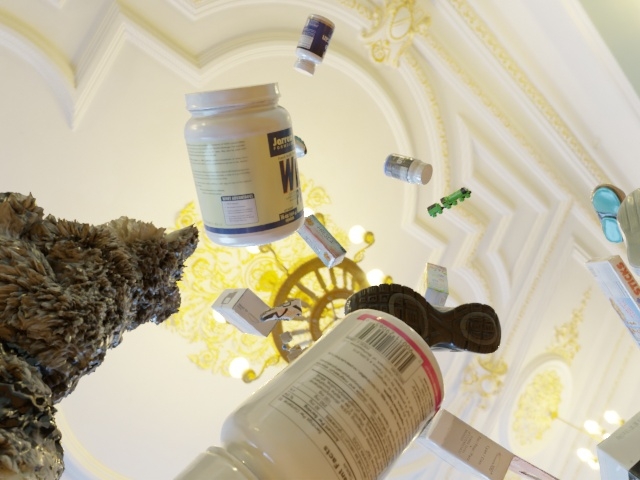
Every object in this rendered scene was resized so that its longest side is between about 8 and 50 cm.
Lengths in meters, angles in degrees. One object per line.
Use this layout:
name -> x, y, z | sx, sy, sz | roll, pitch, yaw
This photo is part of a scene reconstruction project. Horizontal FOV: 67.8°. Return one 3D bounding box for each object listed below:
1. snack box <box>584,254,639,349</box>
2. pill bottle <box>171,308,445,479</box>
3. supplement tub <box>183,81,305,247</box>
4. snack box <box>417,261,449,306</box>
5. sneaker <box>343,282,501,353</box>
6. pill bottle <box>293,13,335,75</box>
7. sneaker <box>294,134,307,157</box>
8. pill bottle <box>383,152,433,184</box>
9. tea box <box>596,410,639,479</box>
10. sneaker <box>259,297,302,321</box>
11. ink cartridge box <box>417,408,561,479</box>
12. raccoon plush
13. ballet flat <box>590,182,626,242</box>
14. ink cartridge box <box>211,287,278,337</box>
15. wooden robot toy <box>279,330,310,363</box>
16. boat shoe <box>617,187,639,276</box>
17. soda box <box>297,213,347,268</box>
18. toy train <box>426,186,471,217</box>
snack box -> 0.452, 0.103, 0.684 | 0.022, 0.064, 0.178 | -30, -96, -2
pill bottle -> -0.004, 0.211, 0.511 | 0.283, 0.160, 0.160 | -32, -63, -38
supplement tub -> -0.168, -0.170, 1.056 | 0.235, 0.235, 0.325 | -18, -67, -28
snack box -> 0.329, 0.186, 1.445 | 0.070, 0.207, 0.174 | 16, -68, 8
sneaker -> 0.164, 0.150, 0.819 | 0.286, 0.130, 0.109 | 16, -112, -18
pill bottle -> -0.024, -0.615, 1.508 | 0.094, 0.094, 0.169 | 15, -78, -34
sneaker -> -0.129, -0.270, 1.388 | 0.083, 0.191, 0.071 | -50, -32, -40
pill bottle -> 0.266, -0.216, 1.448 | 0.078, 0.137, 0.078 | -25, -54, -40
tea box -> 0.860, 0.518, 1.030 | 0.329, 0.323, 0.220 | -31, -61, -14
sneaker -> -0.085, 0.165, 1.069 | 0.109, 0.040, 0.043 | -17, -90, -29
ink cartridge box -> 0.307, 0.421, 0.911 | 0.066, 0.261, 0.296 | -57, -14, -17
raccoon plush -> -0.258, 0.131, 0.576 | 0.299, 0.446, 0.216 | 8, -48, -41
ballet flat -> 0.758, -0.086, 1.238 | 0.073, 0.080, 0.232 | -54, -47, -17
ink cartridge box -> -0.205, 0.195, 1.299 | 0.127, 0.175, 0.072 | 45, -116, -19
wooden robot toy -> -0.048, 0.323, 1.344 | 0.079, 0.173, 0.076 | -33, -40, 6
boat shoe -> 0.596, -0.005, 0.870 | 0.076, 0.083, 0.226 | 48, -128, -22
soda box -> 0.000, 0.000, 1.536 | 0.063, 0.183, 0.058 | -24, -26, -38
toy train -> 0.224, -0.068, 0.832 | 0.083, 0.017, 0.024 | -33, -56, 25
